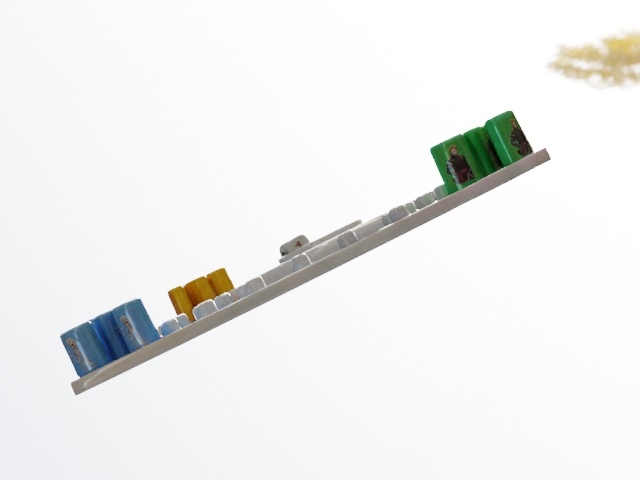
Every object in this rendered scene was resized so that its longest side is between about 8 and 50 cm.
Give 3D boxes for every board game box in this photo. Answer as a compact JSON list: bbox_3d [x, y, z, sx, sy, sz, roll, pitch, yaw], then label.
[{"bbox_3d":[0.000,0.000,1.057,0.050,0.390,0.390,63,-173,1],"label":"board game box"}]
